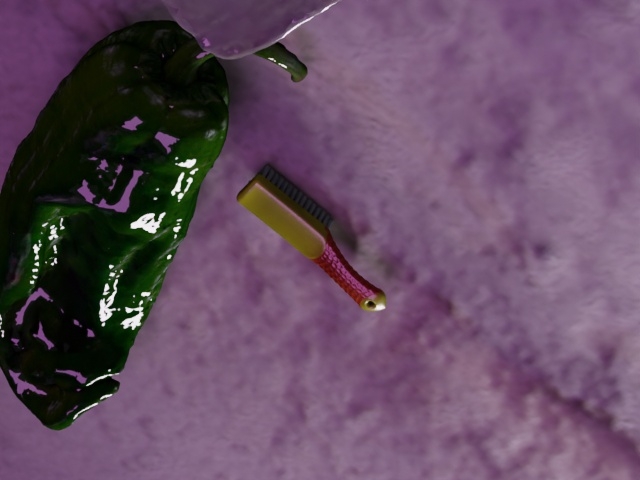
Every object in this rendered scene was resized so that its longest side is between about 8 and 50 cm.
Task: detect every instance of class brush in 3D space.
[{"bbox_3d":[0.000,0.000,0.774,0.083,0.021,0.019,42,130,-6],"label":"brush"}]

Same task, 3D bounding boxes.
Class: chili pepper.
[{"bbox_3d":[-0.097,-0.009,0.779,0.100,0.074,0.257,30,138,1],"label":"chili pepper"}]

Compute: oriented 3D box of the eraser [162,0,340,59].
[{"bbox_3d":[-0.097,-0.228,0.592,0.111,0.077,0.352,-25,114,37],"label":"eraser"}]
